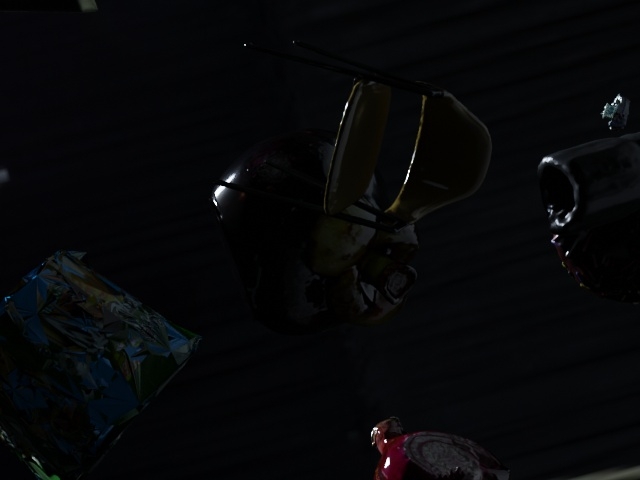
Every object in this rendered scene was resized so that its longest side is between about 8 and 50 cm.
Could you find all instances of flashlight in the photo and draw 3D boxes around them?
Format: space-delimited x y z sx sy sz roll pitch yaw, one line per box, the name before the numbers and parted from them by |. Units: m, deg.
flashlight | 0.400 -0.095 1.500 0.103 0.424 0.103 162 90 -72

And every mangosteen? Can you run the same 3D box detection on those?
mangosteen | -0.005 0.000 1.957 0.287 0.233 0.288 164 90 -78

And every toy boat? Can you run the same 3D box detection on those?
toy boat | 0.394 -0.170 2.110 0.083 0.038 0.038 -64 -35 -60

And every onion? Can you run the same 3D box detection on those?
onion | 0.122 0.293 1.859 0.198 0.173 0.135 31 108 50

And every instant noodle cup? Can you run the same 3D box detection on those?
instant noodle cup | -0.259 0.130 1.610 0.178 0.240 0.240 42 178 -2

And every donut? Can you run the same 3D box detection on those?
donut | 0.430 -0.015 2.255 0.235 0.089 0.235 19 121 35

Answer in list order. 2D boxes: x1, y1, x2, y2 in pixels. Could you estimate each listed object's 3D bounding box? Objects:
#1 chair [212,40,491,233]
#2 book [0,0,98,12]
chair | 0.042 -0.108 1.689 0.172 0.246 0.159 -23 -50 -64
book | -0.300 -0.323 1.324 0.201 0.026 0.289 10 129 45
